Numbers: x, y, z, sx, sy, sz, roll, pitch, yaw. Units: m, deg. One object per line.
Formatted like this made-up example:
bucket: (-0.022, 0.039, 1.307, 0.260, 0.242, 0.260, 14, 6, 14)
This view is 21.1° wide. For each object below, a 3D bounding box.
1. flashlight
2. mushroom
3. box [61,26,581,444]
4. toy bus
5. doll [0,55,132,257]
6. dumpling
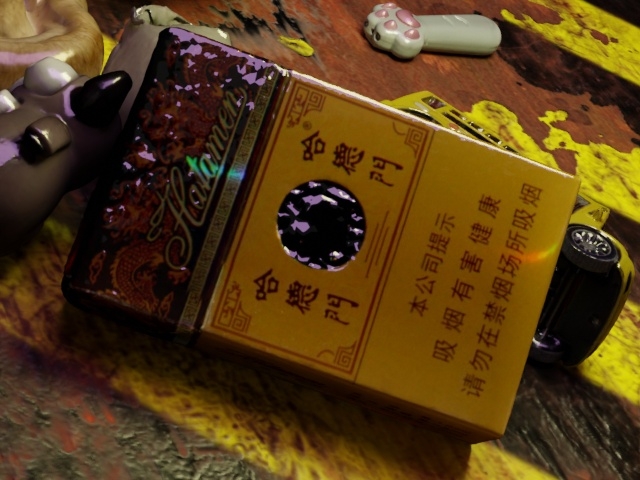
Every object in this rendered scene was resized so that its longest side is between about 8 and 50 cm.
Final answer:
flashlight: (0.149, -0.269, 2.217, 0.200, 0.047, 0.093, -2, 41, -32)
mushroom: (-0.347, -0.221, 1.750, 0.278, 0.146, 0.278, 11, 31, -7)
box: (-0.001, 0.000, 1.571, 0.415, 0.116, 0.264, 21, 77, -7)
toy bus: (0.186, -0.020, 1.804, 0.331, 0.145, 0.151, 36, 34, 20)
doll: (-0.275, -0.071, 1.580, 0.117, 0.182, 0.257, 46, 55, -8)
dumpling: (-0.131, -0.112, 1.757, 0.204, 0.163, 0.293, 47, 18, -53)
